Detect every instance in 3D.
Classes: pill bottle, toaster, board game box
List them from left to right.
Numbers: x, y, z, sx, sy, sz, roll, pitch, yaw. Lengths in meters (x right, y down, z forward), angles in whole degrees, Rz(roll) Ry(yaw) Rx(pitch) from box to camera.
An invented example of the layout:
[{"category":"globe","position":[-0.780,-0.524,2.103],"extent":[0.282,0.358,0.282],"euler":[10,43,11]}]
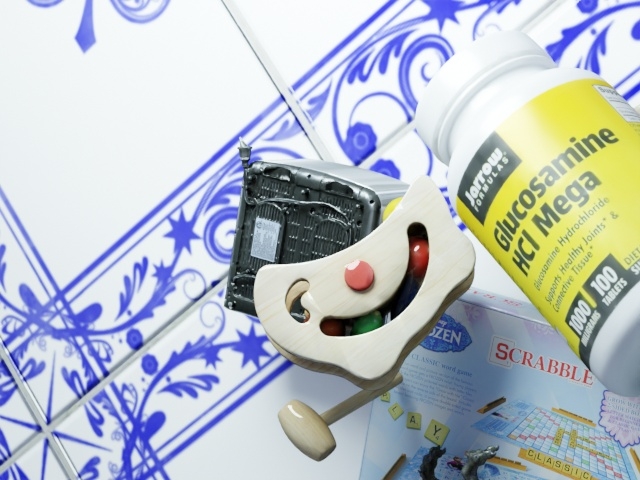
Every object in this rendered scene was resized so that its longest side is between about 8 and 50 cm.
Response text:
[{"category":"toaster","position":[0.000,0.000,1.998],"extent":[0.168,0.110,0.186],"euler":[15,103,29]},{"category":"board game box","position":[0.192,0.222,1.927],"extent":[0.318,0.066,0.318],"euler":[17,103,29]},{"category":"pill bottle","position":[0.235,-0.034,1.788],"extent":[0.334,0.188,0.188],"euler":[51,118,31]}]

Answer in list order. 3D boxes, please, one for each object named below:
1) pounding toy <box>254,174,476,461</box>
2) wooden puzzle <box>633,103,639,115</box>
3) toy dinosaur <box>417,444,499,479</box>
[{"category":"pounding toy","position":[0.028,0.065,1.891],"extent":[0.154,0.155,0.269],"euler":[39,82,11]},{"category":"wooden puzzle","position":[0.412,-0.070,1.775],"extent":[0.238,0.044,0.221],"euler":[-31,79,30]},{"category":"toy dinosaur","position":[0.142,0.257,1.888],"extent":[0.268,0.064,0.118],"euler":[-11,96,35]}]
